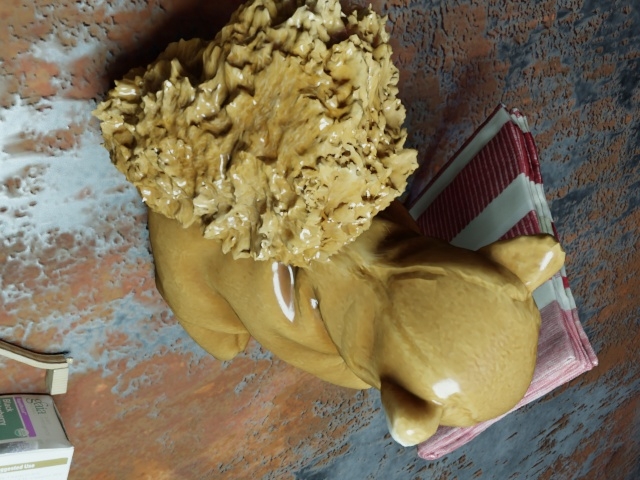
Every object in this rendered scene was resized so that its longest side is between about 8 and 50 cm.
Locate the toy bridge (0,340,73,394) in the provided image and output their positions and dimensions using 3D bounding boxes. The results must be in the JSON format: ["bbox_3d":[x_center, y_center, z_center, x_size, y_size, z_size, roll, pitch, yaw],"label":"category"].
[{"bbox_3d":[-0.325,0.122,0.604,0.188,0.026,0.063,-2,113,-38],"label":"toy bridge"}]

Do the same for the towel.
[{"bbox_3d":[0.163,0.038,0.702,0.037,0.329,0.237,18,138,-20],"label":"towel"}]

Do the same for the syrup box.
[{"bbox_3d":[-0.323,0.278,0.643,0.096,0.093,0.237,5,110,-39],"label":"syrup box"}]

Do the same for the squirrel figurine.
[{"bbox_3d":[0.000,0.000,0.557,0.281,0.370,0.397,-42,132,-12],"label":"squirrel figurine"}]
